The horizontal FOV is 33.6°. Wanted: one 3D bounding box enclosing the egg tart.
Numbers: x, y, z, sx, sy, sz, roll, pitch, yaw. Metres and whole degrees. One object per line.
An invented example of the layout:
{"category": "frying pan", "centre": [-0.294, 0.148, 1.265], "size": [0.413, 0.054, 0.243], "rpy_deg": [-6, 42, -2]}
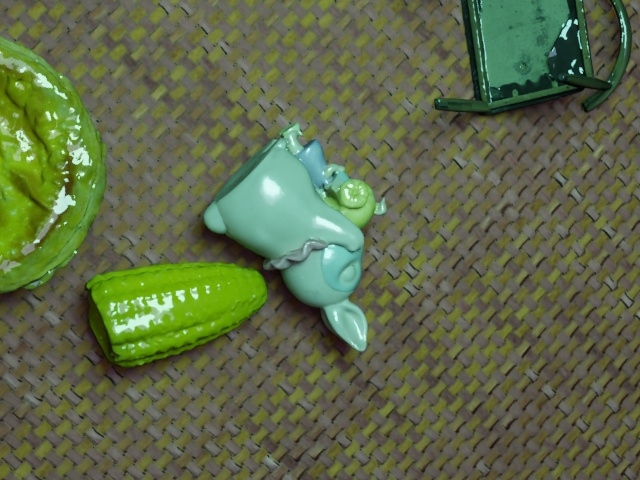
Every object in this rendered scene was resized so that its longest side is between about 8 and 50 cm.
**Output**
{"category": "egg tart", "centre": [-0.373, -0.074, 1.101], "size": [0.295, 0.116, 0.294], "rpy_deg": [1, 87, -16]}

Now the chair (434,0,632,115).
{"category": "chair", "centre": [0.245, -0.242, 1.242], "size": [0.272, 0.166, 0.188], "rpy_deg": [-9, 90, -56]}

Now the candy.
{"category": "candy", "centre": [-0.152, 0.071, 1.166], "size": [0.199, 0.094, 0.106], "rpy_deg": [-13, 87, -20]}

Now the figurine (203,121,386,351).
{"category": "figurine", "centre": [0.000, 0.000, 1.193], "size": [0.235, 0.127, 0.155], "rpy_deg": [46, 70, -14]}
